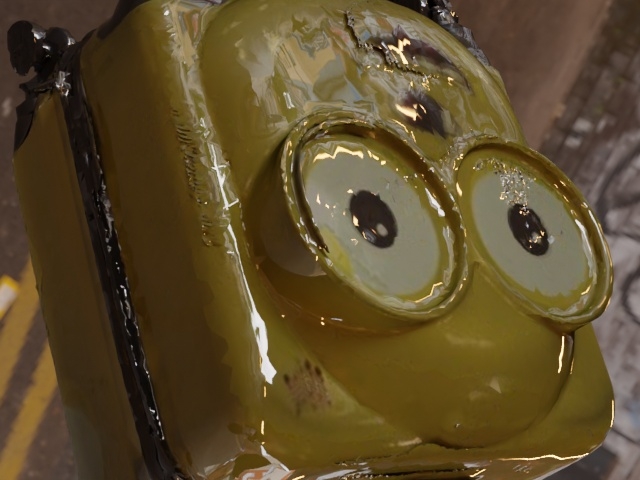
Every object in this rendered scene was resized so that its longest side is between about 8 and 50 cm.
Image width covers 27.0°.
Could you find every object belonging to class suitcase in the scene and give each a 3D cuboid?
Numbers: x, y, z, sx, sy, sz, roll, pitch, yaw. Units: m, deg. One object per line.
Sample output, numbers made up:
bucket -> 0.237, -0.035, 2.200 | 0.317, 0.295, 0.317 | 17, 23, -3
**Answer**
suitcase -> 0.000, 0.000, 0.508 | 0.193, 0.235, 0.143 | 5, 148, -41
